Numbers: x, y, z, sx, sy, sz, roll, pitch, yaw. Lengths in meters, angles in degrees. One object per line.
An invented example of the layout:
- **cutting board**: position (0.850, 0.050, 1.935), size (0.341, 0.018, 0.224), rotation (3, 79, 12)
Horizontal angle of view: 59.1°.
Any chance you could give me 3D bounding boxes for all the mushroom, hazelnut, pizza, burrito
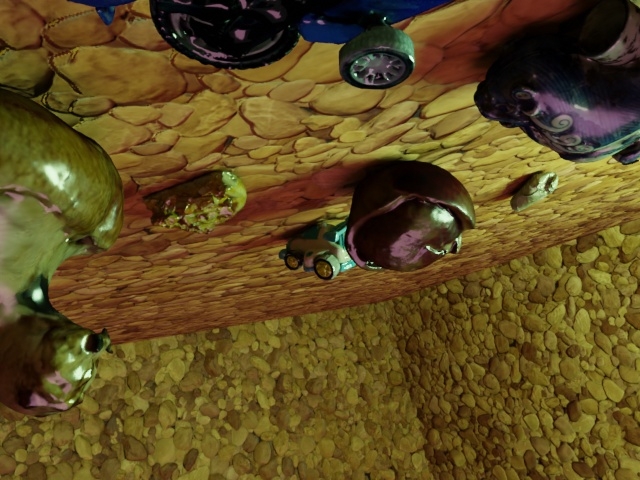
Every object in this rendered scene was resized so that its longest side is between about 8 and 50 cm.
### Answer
- **mushroom**: position (-0.289, -0.011, 0.445), size (0.268, 0.254, 0.267), rotation (-4, 141, -3)
- **hazelnut**: position (0.128, -0.034, 0.843), size (0.170, 0.160, 0.202), rotation (-6, 172, -26)
- **pizza**: position (-0.167, -0.041, 0.760), size (0.134, 0.046, 0.175), rotation (-10, 168, -14)
- **burrito**: position (0.432, -0.096, 1.156), size (0.058, 0.044, 0.188), rotation (-6, 170, 1)

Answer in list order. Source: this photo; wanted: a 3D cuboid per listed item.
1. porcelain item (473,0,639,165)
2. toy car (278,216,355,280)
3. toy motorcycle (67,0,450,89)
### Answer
- **porcelain item**: position (0.292, -0.171, 0.512), size (0.186, 0.137, 0.288), rotation (13, 162, -26)
- **toy car**: position (0.000, 0.000, 1.092), size (0.162, 0.098, 0.126), rotation (13, -151, 32)
- **toy motorcycle**: position (0.008, -0.162, 0.263), size (0.316, 0.113, 0.169), rotation (-11, 160, 31)
